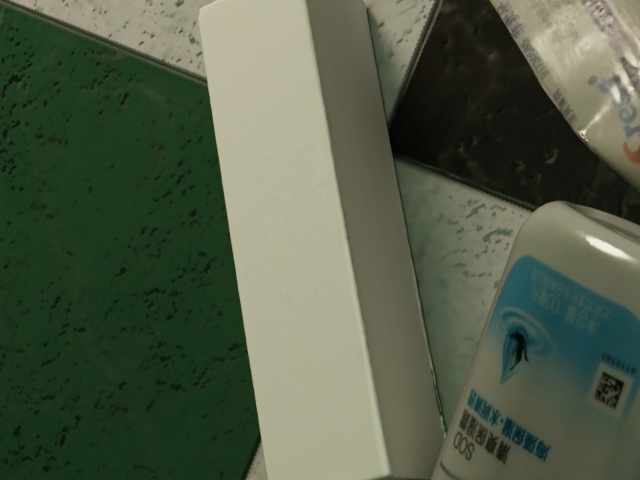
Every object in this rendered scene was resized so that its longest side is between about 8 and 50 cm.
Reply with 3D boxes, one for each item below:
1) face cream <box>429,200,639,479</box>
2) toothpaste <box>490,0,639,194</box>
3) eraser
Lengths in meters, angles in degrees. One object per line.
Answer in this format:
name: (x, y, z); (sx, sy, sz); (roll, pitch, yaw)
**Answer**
face cream: (0.109, 0.156, 0.905); (0.163, 0.080, 0.336); (34, 109, 54)
toothpaste: (0.175, -0.091, 0.947); (0.099, 0.068, 0.282); (-24, 58, -3)
eraser: (0.000, 0.000, 1.025); (0.078, 0.076, 0.298); (-19, 71, 29)
